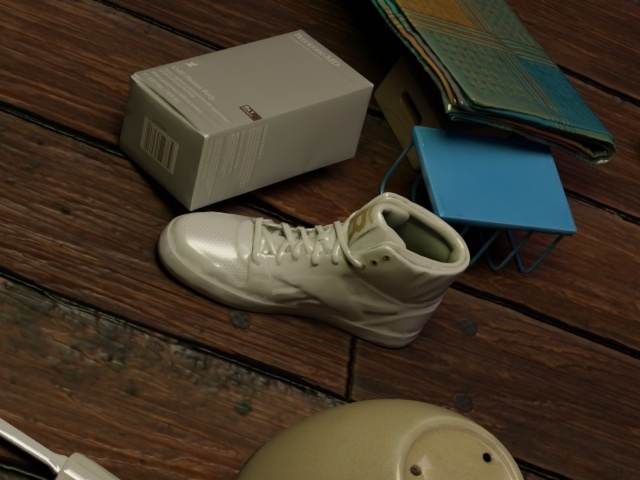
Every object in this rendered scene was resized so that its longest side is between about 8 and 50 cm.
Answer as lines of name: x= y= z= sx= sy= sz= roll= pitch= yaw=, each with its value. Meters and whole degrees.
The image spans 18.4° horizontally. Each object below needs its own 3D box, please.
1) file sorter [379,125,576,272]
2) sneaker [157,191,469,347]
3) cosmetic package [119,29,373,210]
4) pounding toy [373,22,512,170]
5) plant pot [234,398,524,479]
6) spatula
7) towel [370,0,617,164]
file sorter: x=0.164 y=-0.037 z=2.120 sx=0.170 sy=0.104 sz=0.118 roll=5 pitch=53 yaw=-27
sneaker: x=0.000 y=0.000 z=1.947 sx=0.292 sy=0.169 sz=0.108 roll=15 pitch=50 yaw=-18
cosmetic package: x=-0.075 y=-0.127 z=2.033 sx=0.238 sy=0.107 sz=0.127 roll=-24 pitch=51 yaw=-39
pounding toy: x=0.132 y=-0.167 z=2.206 sx=0.130 sy=0.100 sz=0.141 roll=-8 pitch=60 yaw=-36
plant pot: x=0.078 y=0.255 z=1.753 sx=0.284 sy=0.191 sz=0.284 roll=14 pitch=56 yaw=-22
spatula: x=-0.283 y=0.218 z=1.710 sx=0.242 sy=0.019 sz=0.168 roll=32 pitch=50 yaw=-3
towel: x=0.157 y=-0.233 z=2.206 sx=0.271 sy=0.040 sz=0.370 roll=13 pitch=33 yaw=-43
